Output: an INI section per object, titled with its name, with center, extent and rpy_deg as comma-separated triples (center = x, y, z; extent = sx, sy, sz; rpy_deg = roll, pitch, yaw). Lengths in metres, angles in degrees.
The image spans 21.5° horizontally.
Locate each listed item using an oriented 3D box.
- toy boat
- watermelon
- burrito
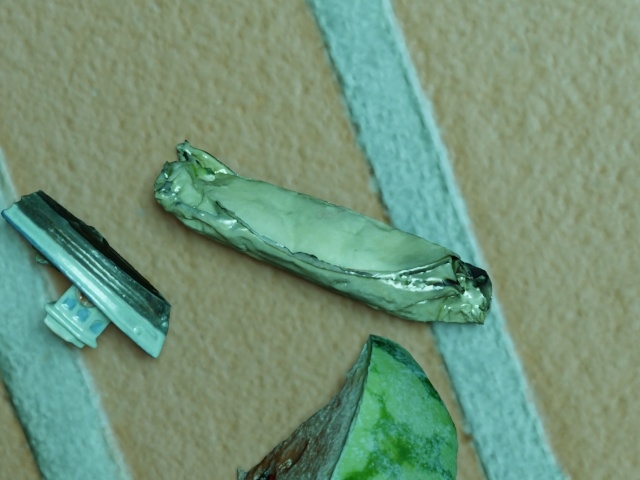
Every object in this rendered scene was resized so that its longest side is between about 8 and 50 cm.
[toy boat]
center = -0.159, 0.030, 1.109
extent = 0.140, 0.059, 0.066
rpy_deg = 41, 95, 0
[watermelon]
center = 0.020, 0.162, 1.076
extent = 0.098, 0.121, 0.158
rpy_deg = 38, 113, -20
[burrito]
center = 0.000, 0.001, 1.067
extent = 0.229, 0.063, 0.058
rpy_deg = 25, 78, 8
